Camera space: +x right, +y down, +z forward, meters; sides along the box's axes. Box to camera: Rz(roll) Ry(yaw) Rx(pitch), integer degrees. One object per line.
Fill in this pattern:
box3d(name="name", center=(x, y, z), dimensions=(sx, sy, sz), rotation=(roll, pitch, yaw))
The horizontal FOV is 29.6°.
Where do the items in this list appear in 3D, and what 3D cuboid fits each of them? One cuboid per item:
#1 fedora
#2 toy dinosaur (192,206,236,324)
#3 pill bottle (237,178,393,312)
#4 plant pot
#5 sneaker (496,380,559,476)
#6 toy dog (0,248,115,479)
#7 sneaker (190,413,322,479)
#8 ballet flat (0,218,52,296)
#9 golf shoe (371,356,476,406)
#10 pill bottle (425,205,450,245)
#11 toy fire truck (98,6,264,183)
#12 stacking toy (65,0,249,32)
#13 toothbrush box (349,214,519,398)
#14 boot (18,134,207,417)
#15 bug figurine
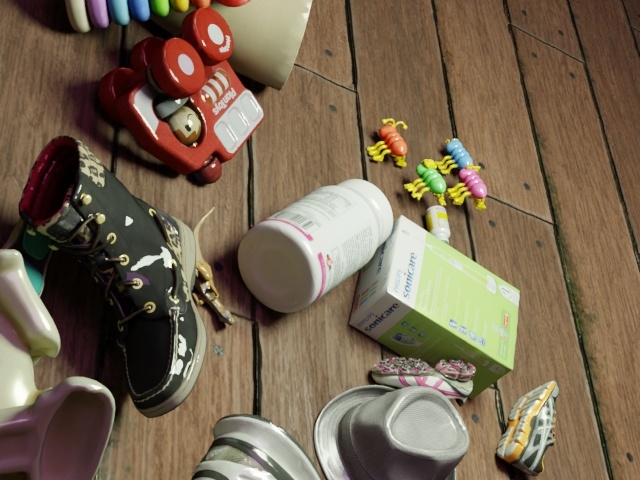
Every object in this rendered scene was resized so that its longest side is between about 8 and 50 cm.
box3d(name="fedora", center=(0.137, 0.322, 1.953), dimensions=(0.275, 0.124, 0.243), rotation=(2, 55, -41))
box3d(name="toy dinosaur", center=(-0.198, 0.046, 1.959), dimensions=(0.112, 0.064, 0.211), rotation=(12, 57, -59))
box3d(name="pill bottle", center=(0.000, 0.000, 2.083), dimensions=(0.160, 0.160, 0.283), rotation=(50, 39, 6))
box3d(name="plant pot", center=(-0.174, -0.440, 2.274), dimensions=(0.274, 0.256, 0.256), rotation=(14, 46, -12))
box3d(name="sneaker", center=(0.390, 0.341, 2.205), dimensions=(0.083, 0.084, 0.215), rotation=(43, 48, -6))
box3d(name="toy dog", center=(-0.430, 0.177, 1.426), dimensions=(0.285, 0.395, 0.408), rotation=(-13, 39, -21))
box3d(name="sneaker", center=(-0.037, 0.469, 1.635), dimensions=(0.447, 0.169, 0.257), rotation=(48, 46, -19))
box3d(name="ballet flat", center=(-0.431, 0.041, 1.719), dimensions=(0.086, 0.086, 0.248), rotation=(35, 32, -13))
box3d(name="golf shoe", center=(0.176, 0.249, 2.093), dimensions=(0.186, 0.086, 0.067), rotation=(6, 15, -13))
box3d(name="pill bottle", center=(0.234, -0.025, 2.407), dimensions=(0.043, 0.043, 0.083), rotation=(20, 46, -29))
box3d(name="toy fire truck", center=(-0.224, -0.237, 2.108), dimensions=(0.254, 0.169, 0.302), rotation=(54, 36, -19))
box3d(name="stacking toy", center=(-0.274, -0.442, 2.116), dimensions=(0.330, 0.141, 0.141), rotation=(-4, 52, -1))
box3d(name="toothbrush box", center=(0.212, 0.120, 2.198), dimensions=(0.283, 0.122, 0.206), rotation=(33, 41, -17))
box3d(name="boot", center=(-0.295, 0.043, 1.725), dimensions=(0.284, 0.138, 0.377), rotation=(46, 28, -39))
box3d(name="bug figurine", center=(0.240, -0.156, 2.484), dimensions=(0.279, 0.072, 0.216), rotation=(8, 38, -39))
